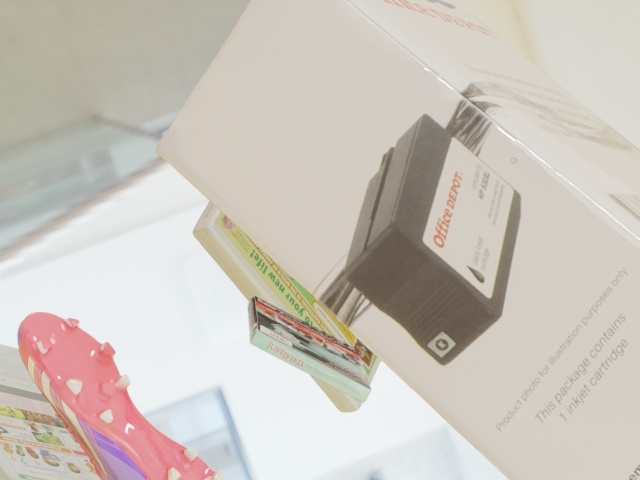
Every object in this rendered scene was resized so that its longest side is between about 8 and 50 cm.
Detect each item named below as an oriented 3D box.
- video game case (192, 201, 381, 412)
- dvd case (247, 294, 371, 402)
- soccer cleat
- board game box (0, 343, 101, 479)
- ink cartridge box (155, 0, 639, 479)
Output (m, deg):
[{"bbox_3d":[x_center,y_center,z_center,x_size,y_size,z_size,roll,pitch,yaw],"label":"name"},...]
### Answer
[{"bbox_3d":[0.000,0.000,1.347,0.023,0.193,0.212,-13,-54,39],"label":"video game case"},{"bbox_3d":[-0.010,0.072,1.123,0.087,0.013,0.119,28,5,-8],"label":"dvd case"},{"bbox_3d":[-0.192,0.172,1.485,0.248,0.083,0.095,46,-54,-3],"label":"soccer cleat"},{"bbox_3d":[-0.298,0.216,1.680,0.224,0.097,0.303,20,15,-42],"label":"board game box"},{"bbox_3d":[0.104,0.005,0.827,0.307,0.129,0.223,43,18,22],"label":"ink cartridge box"}]
